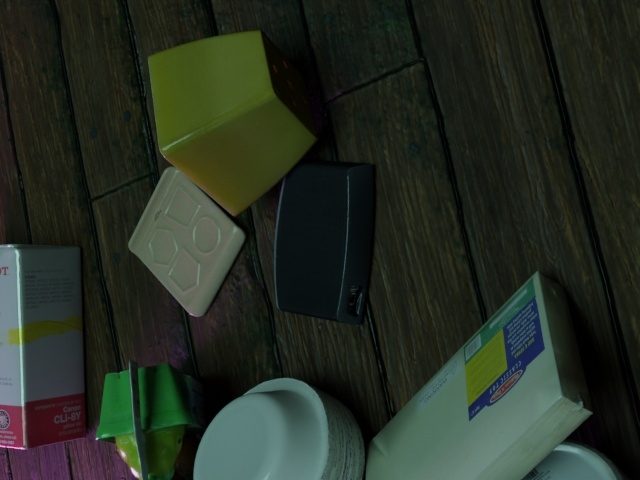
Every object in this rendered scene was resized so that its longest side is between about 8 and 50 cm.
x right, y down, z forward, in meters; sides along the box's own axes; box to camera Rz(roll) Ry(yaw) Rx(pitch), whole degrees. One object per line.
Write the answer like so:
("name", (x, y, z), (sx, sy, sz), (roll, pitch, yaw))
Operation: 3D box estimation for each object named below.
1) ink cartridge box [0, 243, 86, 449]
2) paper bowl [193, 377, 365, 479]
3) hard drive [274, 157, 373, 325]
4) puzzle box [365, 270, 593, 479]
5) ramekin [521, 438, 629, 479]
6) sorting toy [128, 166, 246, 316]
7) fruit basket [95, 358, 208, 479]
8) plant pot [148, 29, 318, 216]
("ink cartridge box", (-0.612, 0.201, 2.149), (0.279, 0.160, 0.384), (-2, 90, 38))
("paper bowl", (-0.083, 0.347, 1.669), (0.284, 0.148, 0.284), (-27, 47, 33))
("hard drive", (0.000, 0.000, 1.724), (0.172, 0.054, 0.254), (8, 96, 38))
("puzzle box", (0.195, 0.259, 1.465), (0.052, 0.272, 0.409), (32, 119, -14))
("ramekin", (0.307, 0.353, 1.388), (0.207, 0.109, 0.207), (-12, 53, 17))
("sorting toy", (-0.235, 0.001, 1.928), (0.208, 0.038, 0.193), (41, 115, 25))
("fruit basket", (-0.250, 0.385, 1.797), (0.165, 0.327, 0.353), (-16, 75, -1))
("plant pot", (-0.125, -0.204, 1.710), (0.187, 0.212, 0.212), (-26, 53, 17))
